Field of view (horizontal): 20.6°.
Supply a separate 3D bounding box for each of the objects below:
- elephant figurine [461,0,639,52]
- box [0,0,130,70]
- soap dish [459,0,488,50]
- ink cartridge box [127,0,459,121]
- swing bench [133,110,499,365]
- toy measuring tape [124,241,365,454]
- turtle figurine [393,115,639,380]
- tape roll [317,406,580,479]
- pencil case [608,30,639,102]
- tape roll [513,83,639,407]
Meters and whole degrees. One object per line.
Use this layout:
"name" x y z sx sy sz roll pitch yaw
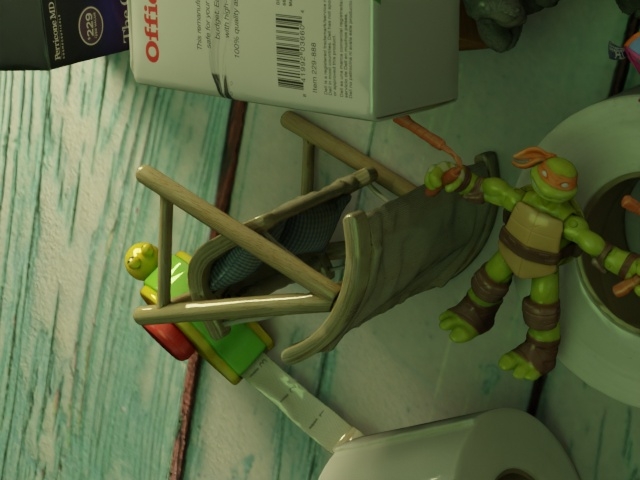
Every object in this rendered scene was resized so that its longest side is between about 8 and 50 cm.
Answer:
"elephant figurine" 0.244 -0.252 1.490 0.239 0.186 0.169 -5 64 25
"box" -0.268 -0.314 1.785 0.103 0.184 0.261 4 107 34
"soap dish" 0.037 -0.310 1.617 0.229 0.118 0.291 0 103 35
"ink cartridge box" -0.028 -0.229 1.521 0.289 0.121 0.211 13 111 39
"swing bench" 0.000 0.000 1.652 0.254 0.253 0.165 14 112 31
"toy measuring tape" -0.086 0.106 1.824 0.330 0.121 0.121 40 123 19
"turtle figurine" 0.170 0.000 1.512 0.269 0.087 0.217 24 127 12
"tape roll" 0.126 0.290 1.659 0.169 0.246 0.246 -17 94 37
"pencil case" 0.343 -0.196 1.399 0.236 0.104 0.104 -44 76 3
"tape roll" 0.310 0.002 1.534 0.286 0.100 0.286 11 110 32
